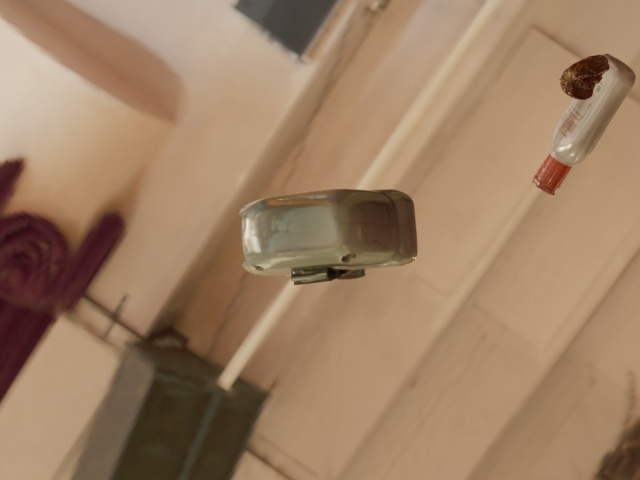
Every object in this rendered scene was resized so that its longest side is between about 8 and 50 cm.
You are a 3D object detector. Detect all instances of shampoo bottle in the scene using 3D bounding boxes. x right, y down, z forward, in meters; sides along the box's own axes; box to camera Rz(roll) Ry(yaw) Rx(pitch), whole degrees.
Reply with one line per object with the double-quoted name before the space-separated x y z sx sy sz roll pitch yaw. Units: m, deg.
"shampoo bottle" 0.389 -0.169 2.134 0.051 0.221 0.108 24 -162 -16

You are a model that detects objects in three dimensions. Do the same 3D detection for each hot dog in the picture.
"hot dog" 0.333 -0.206 1.791 0.035 0.058 0.083 40 -147 20

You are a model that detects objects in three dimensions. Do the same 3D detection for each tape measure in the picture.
"tape measure" 0.001 0.000 2.044 0.243 0.125 0.246 -9 175 35
